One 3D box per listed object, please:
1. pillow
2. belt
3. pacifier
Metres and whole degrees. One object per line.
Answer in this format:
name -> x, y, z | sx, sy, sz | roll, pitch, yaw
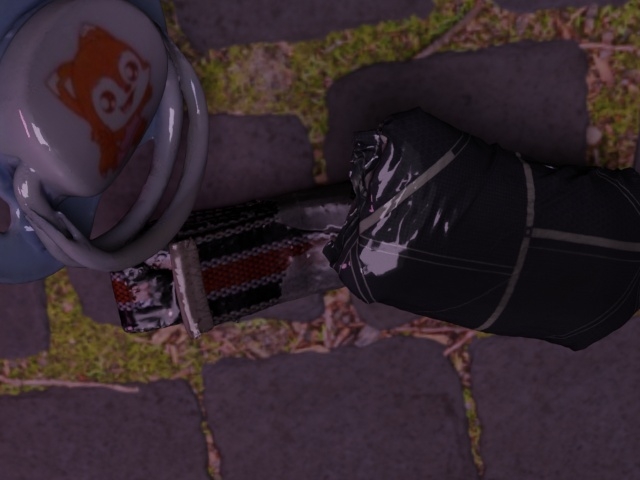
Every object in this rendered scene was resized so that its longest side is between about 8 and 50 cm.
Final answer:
pillow -> 0.154, -0.002, 1.050 | 0.335, 0.092, 0.161 | 13, 101, -30
belt -> 0.000, 0.000, 1.125 | 0.359, 0.126, 0.094 | -12, 104, -6
pacifier -> -0.239, -0.103, 1.026 | 0.233, 0.299, 0.244 | 8, 145, 32
